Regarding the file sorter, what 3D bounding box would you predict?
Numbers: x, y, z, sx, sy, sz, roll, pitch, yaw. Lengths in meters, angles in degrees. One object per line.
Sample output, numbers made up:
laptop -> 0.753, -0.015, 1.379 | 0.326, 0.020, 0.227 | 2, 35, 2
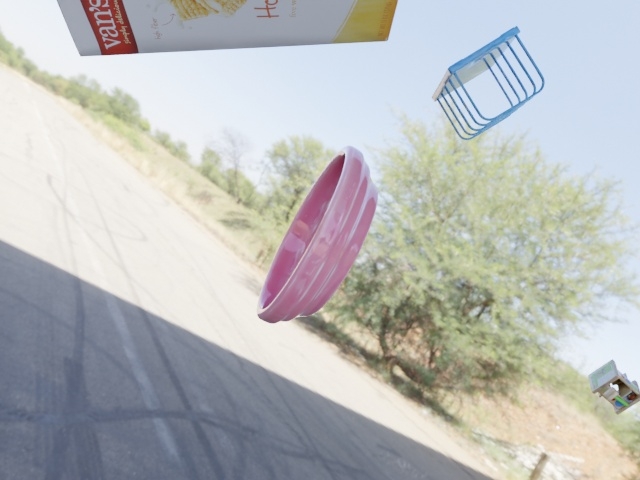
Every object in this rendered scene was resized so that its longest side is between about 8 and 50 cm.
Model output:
file sorter -> 0.269, -0.242, 0.899 | 0.104, 0.118, 0.170 | 58, 3, 2

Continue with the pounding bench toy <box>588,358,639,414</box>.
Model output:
pounding bench toy -> 0.494, 0.254, 0.923 | 0.065, 0.052, 0.083 | 43, 27, 1

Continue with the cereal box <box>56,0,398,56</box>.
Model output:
cereal box -> -0.058, -0.202, 0.361 | 0.240, 0.047, 0.173 | -7, -26, -8

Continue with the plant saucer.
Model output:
plant saucer -> 0.000, 0.000, 0.957 | 0.084, 0.332, 0.332 | 29, -1, -10
